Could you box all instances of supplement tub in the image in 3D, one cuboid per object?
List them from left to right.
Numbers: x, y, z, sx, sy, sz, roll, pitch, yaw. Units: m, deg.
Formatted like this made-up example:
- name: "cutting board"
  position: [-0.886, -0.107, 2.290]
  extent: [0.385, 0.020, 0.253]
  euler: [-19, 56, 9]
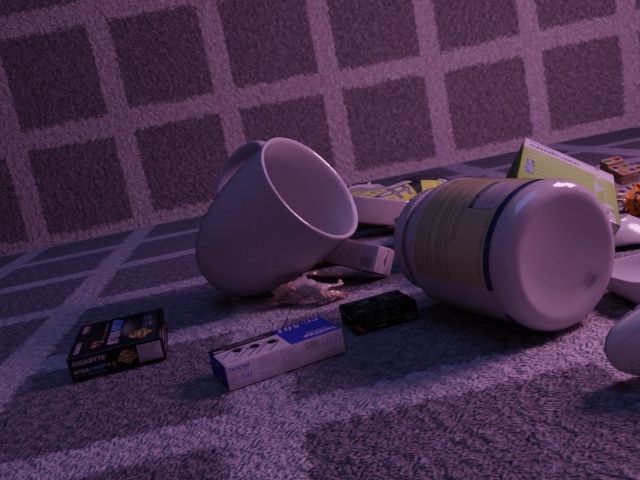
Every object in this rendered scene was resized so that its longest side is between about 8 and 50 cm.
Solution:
- name: "supplement tub"
  position: [0.293, 0.011, 1.186]
  extent: [0.236, 0.235, 0.325]
  euler: [-16, 12, -25]

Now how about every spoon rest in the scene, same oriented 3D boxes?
- name: "spoon rest"
  position: [0.683, -0.025, 1.458]
  extent: [0.277, 0.084, 0.137]
  euler: [-20, 3, 34]

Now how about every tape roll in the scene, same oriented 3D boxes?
- name: "tape roll"
  position: [0.173, -0.081, 1.937]
  extent: [0.393, 0.071, 0.392]
  euler: [6, 3, 0]

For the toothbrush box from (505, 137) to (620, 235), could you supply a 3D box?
- name: "toothbrush box"
  position: [0.478, -0.080, 1.428]
  extent: [0.206, 0.122, 0.283]
  euler: [24, 31, 6]

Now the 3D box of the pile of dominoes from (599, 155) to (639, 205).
- name: "pile of dominoes"
  position: [0.813, -0.148, 1.795]
  extent: [0.196, 0.040, 0.251]
  euler: [-15, 31, -17]

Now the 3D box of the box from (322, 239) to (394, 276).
- name: "box"
  position: [0.031, 0.024, 1.678]
  extent: [0.324, 0.067, 0.063]
  euler: [10, -6, 44]

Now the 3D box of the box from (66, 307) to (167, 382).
- name: "box"
  position: [-0.394, 0.201, 1.390]
  extent: [0.175, 0.051, 0.220]
  euler: [-13, 11, -9]

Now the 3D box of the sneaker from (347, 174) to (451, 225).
- name: "sneaker"
  position: [0.246, -0.104, 2.200]
  extent: [0.385, 0.145, 0.147]
  euler: [-8, 37, 18]

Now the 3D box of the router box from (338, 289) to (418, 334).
- name: "router box"
  position: [0.106, 0.130, 1.289]
  extent: [0.123, 0.038, 0.092]
  euler: [-13, 11, -12]

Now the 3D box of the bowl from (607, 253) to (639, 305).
- name: "bowl"
  position: [0.540, 0.064, 1.151]
  extent: [0.142, 0.053, 0.142]
  euler: [-11, 11, -5]

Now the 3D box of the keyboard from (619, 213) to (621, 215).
- name: "keyboard"
  position: [0.732, -0.055, 1.693]
  extent: [0.072, 0.014, 0.256]
  euler: [-14, 10, -41]

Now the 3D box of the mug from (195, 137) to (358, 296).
- name: "mug"
  position: [-0.139, -0.065, 1.627]
  extent: [0.276, 0.374, 0.328]
  euler: [13, -44, -45]

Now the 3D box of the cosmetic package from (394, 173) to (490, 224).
- name: "cosmetic package"
  position: [0.304, -0.051, 1.611]
  extent: [0.238, 0.107, 0.127]
  euler: [-30, -17, 23]

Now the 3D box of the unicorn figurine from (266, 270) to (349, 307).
- name: "unicorn figurine"
  position: [-0.027, 0.102, 1.509]
  extent: [0.162, 0.060, 0.111]
  euler: [-5, 8, 43]

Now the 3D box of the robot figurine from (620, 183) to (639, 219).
- name: "robot figurine"
  position: [0.811, -0.133, 1.585]
  extent: [0.291, 0.085, 0.211]
  euler: [-39, 18, -12]

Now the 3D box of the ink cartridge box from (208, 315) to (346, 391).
- name: "ink cartridge box"
  position: [-0.072, 0.184, 1.169]
  extent: [0.207, 0.046, 0.097]
  euler: [-15, 12, -22]

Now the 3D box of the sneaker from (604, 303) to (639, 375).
- name: "sneaker"
  position: [0.476, 0.123, 0.788]
  extent: [0.297, 0.110, 0.129]
  euler: [-6, 17, 29]

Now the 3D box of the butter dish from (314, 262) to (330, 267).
- name: "butter dish"
  position: [0.000, 0.000, 1.856]
  extent: [0.160, 0.118, 0.160]
  euler: [-11, 11, 3]
